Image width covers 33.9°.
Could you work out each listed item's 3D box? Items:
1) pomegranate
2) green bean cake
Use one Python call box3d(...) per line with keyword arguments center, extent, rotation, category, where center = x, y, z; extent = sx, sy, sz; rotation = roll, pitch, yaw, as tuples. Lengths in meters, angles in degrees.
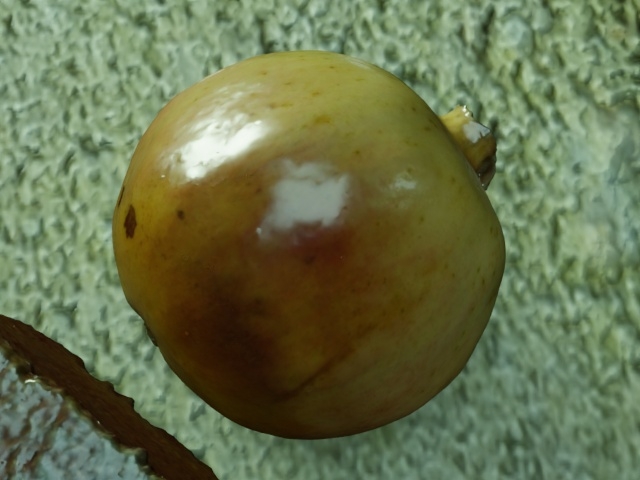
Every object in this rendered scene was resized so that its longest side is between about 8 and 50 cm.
box3d(center=(-0.003, 0.001, 0.511), extent=(0.191, 0.191, 0.191), rotation=(0, 74, -1), category="pomegranate")
box3d(center=(-0.129, 0.137, 0.508), extent=(0.199, 0.097, 0.232), rotation=(-36, 77, -9), category="green bean cake")
